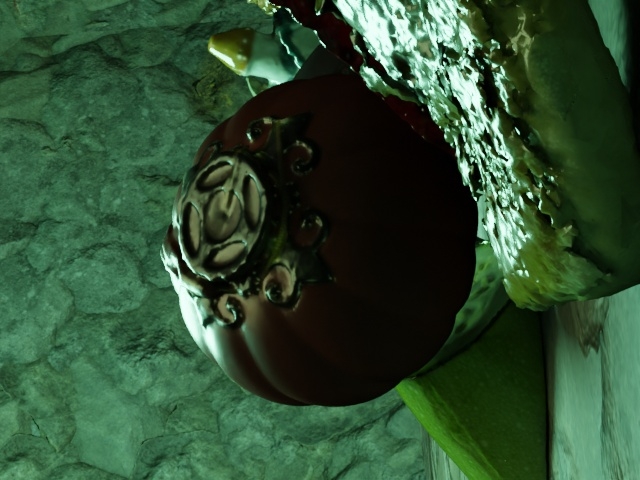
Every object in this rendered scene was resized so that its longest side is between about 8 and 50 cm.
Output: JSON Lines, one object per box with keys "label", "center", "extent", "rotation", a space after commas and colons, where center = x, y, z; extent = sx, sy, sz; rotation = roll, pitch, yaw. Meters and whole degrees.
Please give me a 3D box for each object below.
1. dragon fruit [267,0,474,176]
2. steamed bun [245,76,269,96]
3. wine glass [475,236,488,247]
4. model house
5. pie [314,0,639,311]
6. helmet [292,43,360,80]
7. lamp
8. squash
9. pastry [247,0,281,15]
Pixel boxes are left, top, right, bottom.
{"label": "dragon fruit", "center": [0.055, -0.239, 1.199], "extent": [0.330, 0.240, 0.302], "rotation": [-120, 40, -74]}
{"label": "steamed bun", "center": [0.077, -0.241, 2.118], "extent": [0.272, 0.273, 0.290], "rotation": [-49, 19, 17]}
{"label": "wine glass", "center": [0.151, 0.073, 1.549], "extent": [0.183, 0.122, 0.122], "rotation": [98, 169, -63]}
{"label": "model house", "center": [0.004, -0.231, 1.812], "extent": [0.190, 0.300, 0.271], "rotation": [-105, 29, -66]}
{"label": "pie", "center": [0.078, -0.126, 0.845], "extent": [0.371, 0.078, 0.296], "rotation": [55, 167, 34]}
{"label": "helmet", "center": [0.070, -0.113, 1.483], "extent": [0.177, 0.225, 0.305], "rotation": [123, 168, -68]}
{"label": "lamp", "center": [0.000, 0.000, 1.281], "extent": [0.257, 0.303, 0.303], "rotation": [13, -113, -47]}
{"label": "squash", "center": [0.195, 0.149, 1.378], "extent": [0.260, 0.189, 0.189], "rotation": [47, -165, -20]}
{"label": "pastry", "center": [-0.032, -0.394, 1.955], "extent": [0.275, 0.192, 0.275], "rotation": [-14, -90, -72]}
